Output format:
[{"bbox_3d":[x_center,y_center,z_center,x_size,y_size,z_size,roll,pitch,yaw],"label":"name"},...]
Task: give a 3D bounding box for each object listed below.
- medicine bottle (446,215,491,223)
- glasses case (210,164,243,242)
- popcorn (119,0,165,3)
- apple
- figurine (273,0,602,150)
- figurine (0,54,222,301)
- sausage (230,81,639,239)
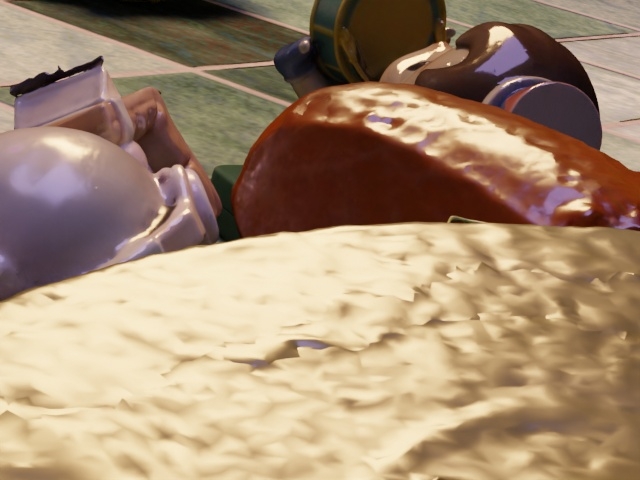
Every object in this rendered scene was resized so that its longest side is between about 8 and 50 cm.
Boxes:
[{"bbox_3d":[0.089,0.094,0.757,0.137,0.141,0.250,9,16,10],"label":"medicine bottle"},{"bbox_3d":[0.000,0.000,1.179,0.078,0.039,0.184,1,19,-27],"label":"glasses case"},{"bbox_3d":[-0.179,-0.335,1.914,0.242,0.235,0.250,3,-22,-37],"label":"popcorn"},{"bbox_3d":[0.059,0.108,0.439,0.360,0.311,0.320,-3,-18,-15],"label":"apple"},{"bbox_3d":[0.093,-0.089,1.321,0.161,0.158,0.275,-15,27,-35],"label":"figurine"},{"bbox_3d":[-0.126,0.004,0.975,0.162,0.141,0.237,-17,17,9],"label":"figurine"},{"bbox_3d":[0.073,0.010,0.983,0.268,0.153,0.141,26,7,37],"label":"sausage"}]
